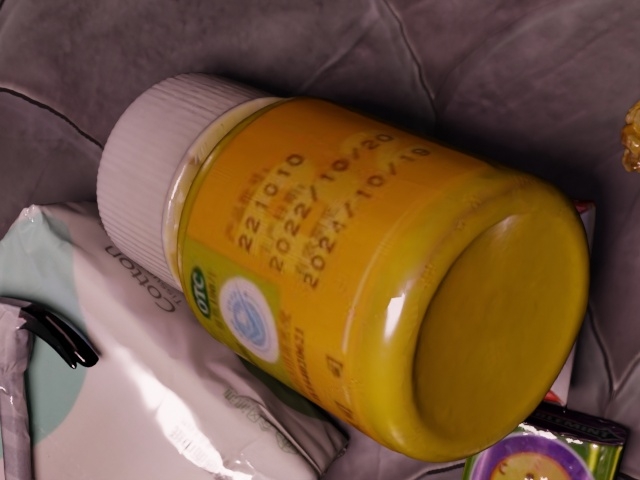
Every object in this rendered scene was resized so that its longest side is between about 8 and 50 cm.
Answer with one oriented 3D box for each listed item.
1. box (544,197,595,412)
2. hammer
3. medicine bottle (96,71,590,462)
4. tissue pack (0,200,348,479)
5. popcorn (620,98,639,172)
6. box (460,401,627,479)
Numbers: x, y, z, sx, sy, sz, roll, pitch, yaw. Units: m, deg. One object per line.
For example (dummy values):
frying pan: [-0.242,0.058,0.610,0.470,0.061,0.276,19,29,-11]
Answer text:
box: [0.164,0.044,1.072,0.133,0.099,0.182,7,96,13]
hammer: [-0.258,0.256,1.038,0.152,0.044,0.427,2,100,16]
medicine bottle: [0.000,0.000,0.976,0.384,0.224,0.224,27,104,42]
tissue pack: [-0.194,0.169,1.128,0.356,0.194,0.266,43,103,7]
popcorn: [0.291,-0.084,1.033,0.084,0.084,0.084,2,96,15]
box: [0.167,0.319,1.098,0.134,0.097,0.346,16,100,14]
